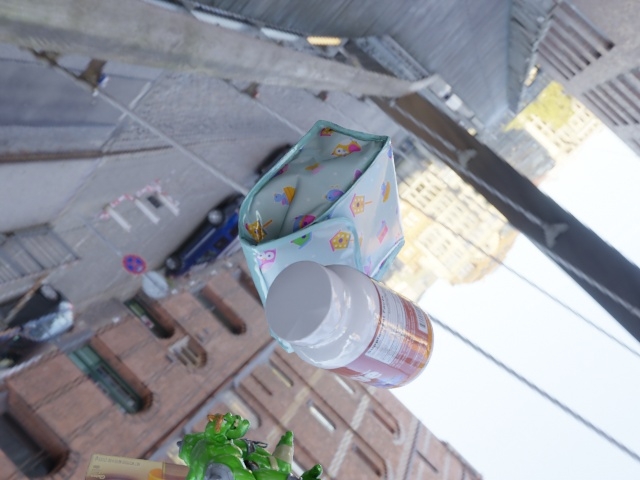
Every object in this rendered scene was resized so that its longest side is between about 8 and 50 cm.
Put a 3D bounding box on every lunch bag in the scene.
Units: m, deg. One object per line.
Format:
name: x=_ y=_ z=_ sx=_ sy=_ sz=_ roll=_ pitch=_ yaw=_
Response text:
lunch bag: x=0.000 y=0.000 z=1.023 sx=0.262 sy=0.160 sz=0.223 roll=-53 pitch=146 yaw=-33

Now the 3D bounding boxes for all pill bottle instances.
pill bottle: x=0.036 y=0.099 z=0.868 sx=0.121 sy=0.121 sz=0.216 roll=-46 pitch=140 yaw=12

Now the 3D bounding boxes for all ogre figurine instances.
ogre figurine: x=-0.074 y=0.231 z=0.740 sx=0.097 sy=0.118 sz=0.197 roll=-67 pitch=-158 yaw=11

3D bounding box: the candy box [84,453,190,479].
candy box: x=-0.265 y=0.492 z=1.290 sx=0.088 sy=0.316 sz=0.183 roll=102 pitch=-5 yaw=-46
